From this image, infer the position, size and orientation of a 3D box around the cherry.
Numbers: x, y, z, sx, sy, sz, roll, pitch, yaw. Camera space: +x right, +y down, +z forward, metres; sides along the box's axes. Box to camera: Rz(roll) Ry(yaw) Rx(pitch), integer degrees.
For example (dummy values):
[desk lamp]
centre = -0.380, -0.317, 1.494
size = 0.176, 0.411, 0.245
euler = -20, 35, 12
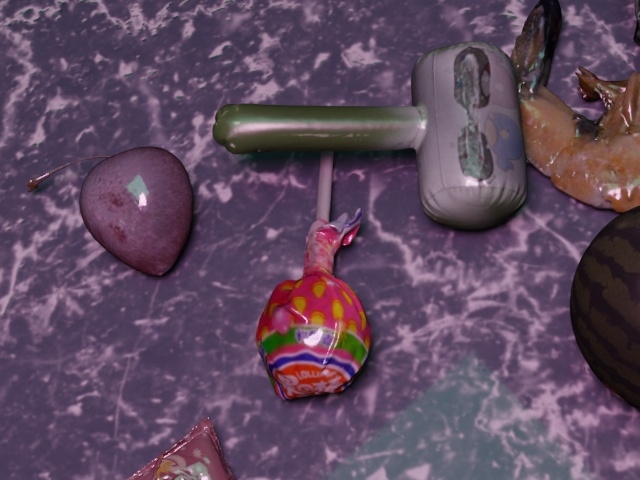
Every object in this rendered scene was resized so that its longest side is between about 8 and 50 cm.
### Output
[cherry]
centre = -0.228, -0.024, 1.254
size = 0.188, 0.115, 0.148
euler = -21, 100, 5

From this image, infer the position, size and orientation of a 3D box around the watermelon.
[watermelon]
centre = 0.338, 0.064, 1.062
size = 0.212, 0.212, 0.212
euler = -3, 62, 6

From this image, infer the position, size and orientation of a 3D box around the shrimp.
[shrimp]
centre = 0.342, -0.232, 1.295
size = 0.272, 0.085, 0.445
euler = -1, 67, 13

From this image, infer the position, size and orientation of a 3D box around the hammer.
[hammer]
centre = 0.052, -0.114, 1.217
size = 0.335, 0.119, 0.207
euler = 0, 66, -3

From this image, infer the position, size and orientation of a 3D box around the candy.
[candy]
centre = 0.000, 0.000, 1.217
size = 0.124, 0.124, 0.365
euler = -1, 52, 8

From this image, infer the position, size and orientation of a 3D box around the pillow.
[pillow]
centre = -0.159, 0.274, 1.119
size = 0.185, 0.043, 0.118
euler = -33, 69, -6
